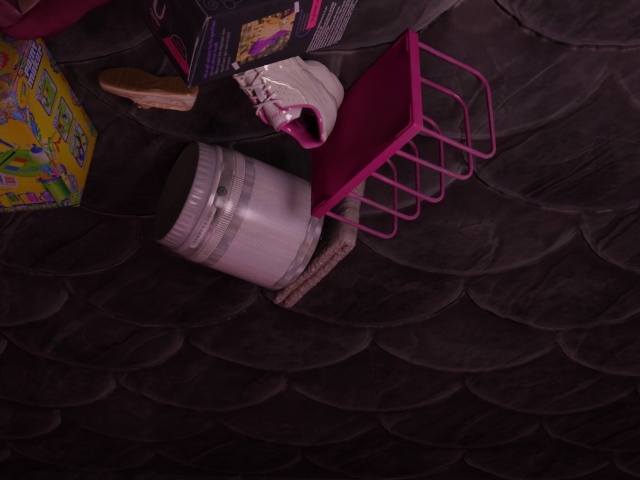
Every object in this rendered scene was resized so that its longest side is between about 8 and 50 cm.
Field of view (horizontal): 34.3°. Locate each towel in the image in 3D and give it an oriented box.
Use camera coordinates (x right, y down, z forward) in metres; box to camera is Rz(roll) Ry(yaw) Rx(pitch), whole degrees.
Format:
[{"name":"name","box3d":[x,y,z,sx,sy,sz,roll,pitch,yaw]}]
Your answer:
[{"name":"towel","box3d":[0.000,0.000,2.003,0.049,0.187,0.282,24,141,-19]}]

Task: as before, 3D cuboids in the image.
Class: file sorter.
[{"name":"file sorter","box3d":[0.137,-0.164,1.751,0.182,0.202,0.291,21,142,-26]}]

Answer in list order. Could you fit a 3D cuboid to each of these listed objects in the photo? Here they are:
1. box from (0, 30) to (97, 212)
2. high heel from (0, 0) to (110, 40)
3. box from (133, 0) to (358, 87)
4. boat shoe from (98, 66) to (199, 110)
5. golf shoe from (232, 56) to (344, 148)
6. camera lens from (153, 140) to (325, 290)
[{"name":"box","box3d":[-0.586,-0.198,1.796,0.290,0.177,0.279,-4,144,12]},{"name":"high heel","box3d":[-0.345,-0.385,1.557,0.377,0.127,0.181,-2,171,25]},{"name":"box","box3d":[-0.097,-0.345,1.443,0.270,0.165,0.143,-21,157,-31]},{"name":"boat shoe","box3d":[-0.297,-0.253,1.786,0.170,0.063,0.059,9,138,-8]},{"name":"golf shoe","box3d":[-0.083,-0.264,1.684,0.306,0.140,0.115,31,138,-30]},{"name":"camera lens","box3d":[-0.145,-0.044,1.927,0.274,0.219,0.219,21,141,-23]}]
